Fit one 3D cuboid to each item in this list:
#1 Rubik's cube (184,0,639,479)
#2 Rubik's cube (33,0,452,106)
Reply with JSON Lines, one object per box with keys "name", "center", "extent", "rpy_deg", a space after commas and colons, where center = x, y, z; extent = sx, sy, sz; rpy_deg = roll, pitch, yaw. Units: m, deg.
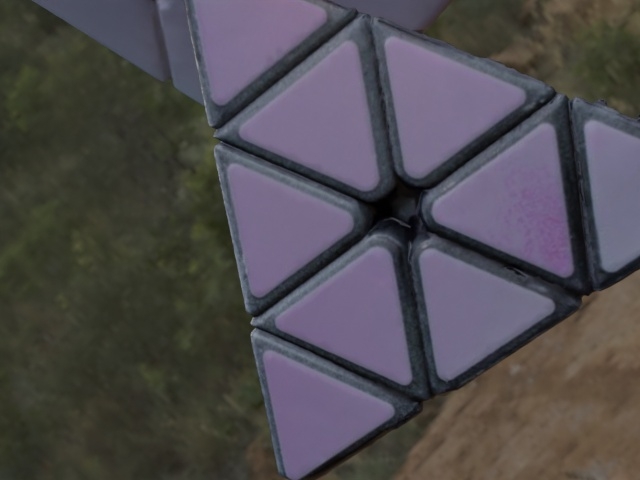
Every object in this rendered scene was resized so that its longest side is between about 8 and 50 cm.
{"name": "Rubik's cube", "center": [0.000, 0.000, 0.544], "extent": [0.178, 0.190, 0.211], "rpy_deg": [-65, 19, 1]}
{"name": "Rubik's cube", "center": [-0.017, -0.216, 0.735], "extent": [0.221, 0.231, 0.224], "rpy_deg": [-46, 17, 51]}
